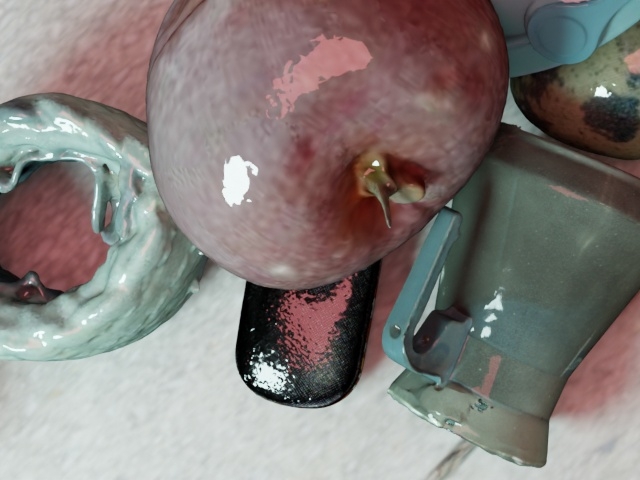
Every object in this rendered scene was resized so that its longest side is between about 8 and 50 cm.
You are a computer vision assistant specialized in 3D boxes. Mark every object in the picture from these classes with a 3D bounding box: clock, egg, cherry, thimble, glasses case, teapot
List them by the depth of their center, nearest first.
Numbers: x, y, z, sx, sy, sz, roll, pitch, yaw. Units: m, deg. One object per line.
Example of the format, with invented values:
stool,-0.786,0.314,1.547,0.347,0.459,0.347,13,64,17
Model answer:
cherry,-0.005,-0.107,1.045,0.261,0.221,0.307,-45,35,12
clock,0.182,-0.228,1.100,0.094,0.274,0.223,42,70,-24
teapot,0.141,0.037,1.121,0.171,0.203,0.225,26,93,46
egg,0.235,-0.130,1.155,0.182,0.141,0.141,-10,82,15
thimble,-0.200,-0.009,1.180,0.250,0.172,0.204,-9,86,9
glasses case,0.000,0.000,1.201,0.103,0.067,0.266,10,84,7
